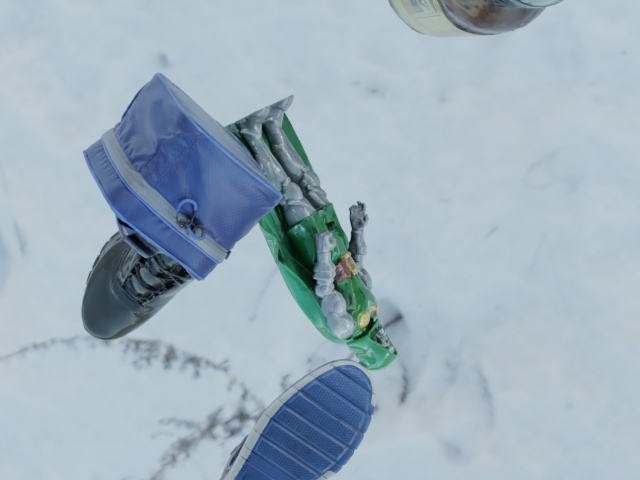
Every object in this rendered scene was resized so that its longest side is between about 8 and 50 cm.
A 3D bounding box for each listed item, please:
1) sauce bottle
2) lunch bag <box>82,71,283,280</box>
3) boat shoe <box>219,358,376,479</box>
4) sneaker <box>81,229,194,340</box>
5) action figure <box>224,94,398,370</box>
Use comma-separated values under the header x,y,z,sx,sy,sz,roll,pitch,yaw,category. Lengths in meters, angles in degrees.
x,y,z,sx,sy,sz,roll,pitch,yaw,category
0.138,-0.229,1.218,0.111,0.344,0.111,-1,96,-9,sauce bottle
-0.068,-0.026,0.670,0.065,0.098,0.067,-47,119,6,lunch bag
-0.033,0.152,0.998,0.066,0.066,0.183,40,92,-10,boat shoe
-0.188,0.019,1.698,0.109,0.130,0.286,40,107,-12,sneaker
0.000,0.000,1.152,0.063,0.137,0.232,-23,97,29,action figure
